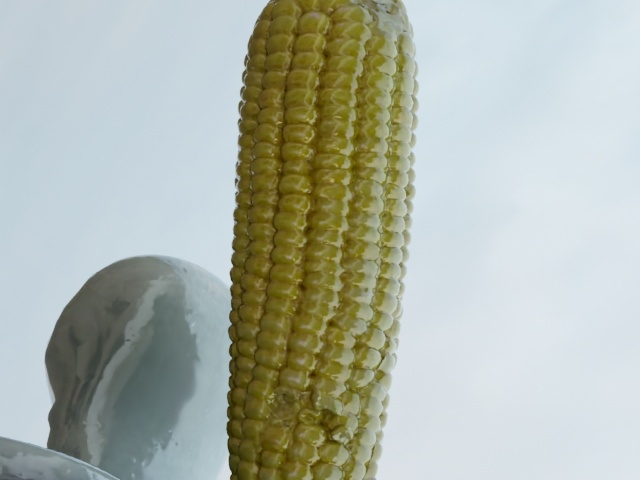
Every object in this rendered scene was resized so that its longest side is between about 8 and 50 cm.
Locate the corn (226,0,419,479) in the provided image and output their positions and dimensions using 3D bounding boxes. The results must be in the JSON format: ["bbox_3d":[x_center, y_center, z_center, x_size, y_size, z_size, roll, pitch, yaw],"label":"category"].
[{"bbox_3d":[0.000,0.000,0.437,0.067,0.067,0.206,-6,-102,56],"label":"corn"}]

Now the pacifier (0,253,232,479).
[{"bbox_3d":[-0.065,0.100,0.478,0.227,0.279,0.207,-32,-145,42],"label":"pacifier"}]
